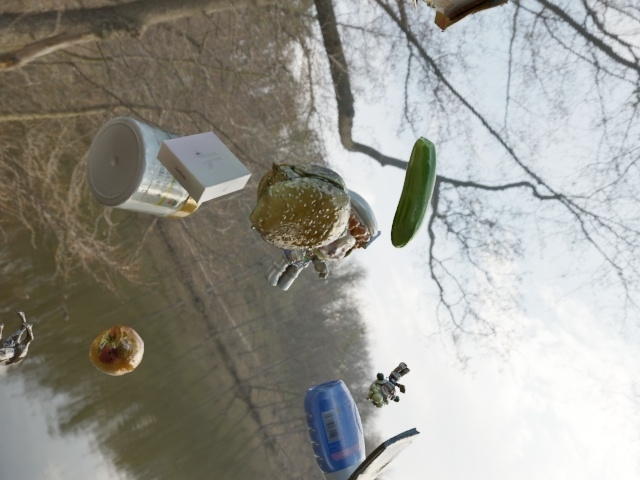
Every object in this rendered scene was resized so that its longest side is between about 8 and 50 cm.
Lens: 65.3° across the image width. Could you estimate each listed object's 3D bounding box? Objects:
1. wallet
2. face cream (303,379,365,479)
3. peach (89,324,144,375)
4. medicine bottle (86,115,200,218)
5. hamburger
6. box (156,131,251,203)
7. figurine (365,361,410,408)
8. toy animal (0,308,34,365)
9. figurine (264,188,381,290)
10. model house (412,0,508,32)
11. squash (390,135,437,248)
[{"bbox_3d":[0.103,0.477,1.041,0.025,0.124,0.244,51,-57,31],"label":"wallet"},{"bbox_3d":[0.044,0.484,1.222,0.083,0.149,0.264,-26,-105,51],"label":"face cream"},{"bbox_3d":[-0.563,0.310,1.391,0.138,0.138,0.138,59,-14,24],"label":"peach"},{"bbox_3d":[-0.455,-0.188,1.335,0.232,0.238,0.238,10,45,-60],"label":"medicine bottle"},{"bbox_3d":[-0.029,-0.058,1.003,0.189,0.215,0.122,-54,-147,40],"label":"hamburger"},{"bbox_3d":[-0.230,-0.147,0.993,0.130,0.129,0.051,46,-53,12],"label":"box"},{"bbox_3d":[0.254,0.531,1.831,0.147,0.197,0.093,56,-10,-16],"label":"figurine"},{"bbox_3d":[-0.676,0.238,0.993,0.094,0.186,0.214,27,0,17],"label":"toy animal"},{"bbox_3d":[-0.021,-0.013,1.487,0.224,0.382,0.205,51,11,-42],"label":"figurine"},{"bbox_3d":[0.212,-0.468,0.764,0.207,0.136,0.219,3,-98,59],"label":"model house"},{"bbox_3d":[0.245,-0.117,1.281,0.082,0.082,0.292,-147,-111,-66],"label":"squash"}]
